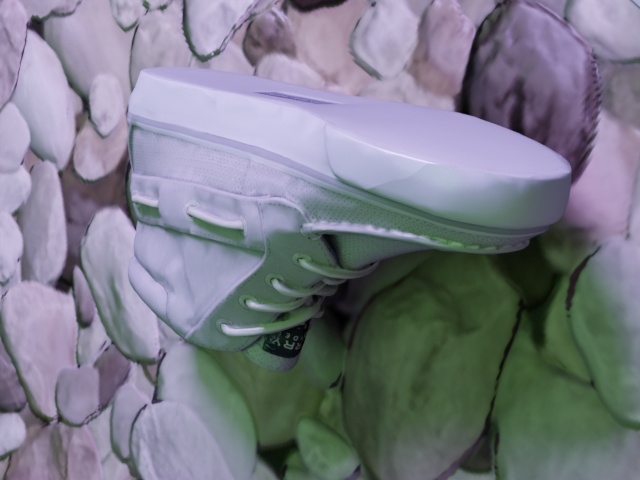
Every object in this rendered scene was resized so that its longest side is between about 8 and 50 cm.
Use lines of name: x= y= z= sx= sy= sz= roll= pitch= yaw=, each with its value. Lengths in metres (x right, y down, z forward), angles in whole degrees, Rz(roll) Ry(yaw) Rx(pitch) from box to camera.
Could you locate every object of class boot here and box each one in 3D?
boot: x=0.000 y=0.000 z=0.597 sx=0.258 sy=0.095 sz=0.123 roll=20 pitch=109 yaw=50

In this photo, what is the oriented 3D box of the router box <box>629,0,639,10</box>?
router box: x=0.247 y=-0.127 z=0.360 sx=0.335 sy=0.082 sz=0.301 roll=53 pitch=123 yaw=30
